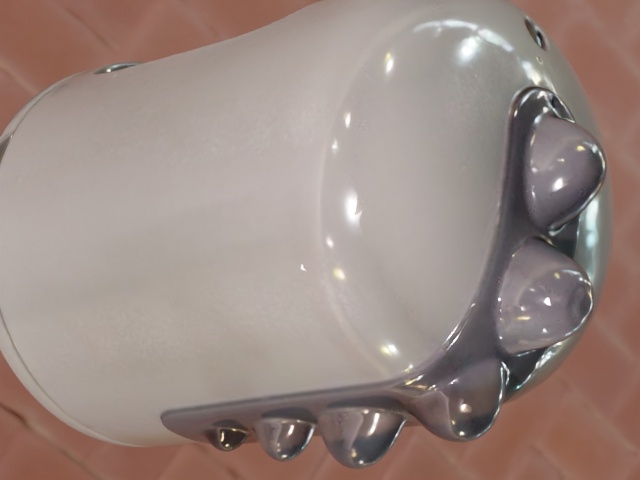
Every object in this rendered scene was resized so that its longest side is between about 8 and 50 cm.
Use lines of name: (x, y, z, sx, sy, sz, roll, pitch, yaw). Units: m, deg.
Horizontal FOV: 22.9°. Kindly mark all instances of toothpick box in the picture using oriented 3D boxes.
toothpick box: (0.000, 0.000, 0.767, 0.229, 0.316, 0.229, 12, 74, -46)
